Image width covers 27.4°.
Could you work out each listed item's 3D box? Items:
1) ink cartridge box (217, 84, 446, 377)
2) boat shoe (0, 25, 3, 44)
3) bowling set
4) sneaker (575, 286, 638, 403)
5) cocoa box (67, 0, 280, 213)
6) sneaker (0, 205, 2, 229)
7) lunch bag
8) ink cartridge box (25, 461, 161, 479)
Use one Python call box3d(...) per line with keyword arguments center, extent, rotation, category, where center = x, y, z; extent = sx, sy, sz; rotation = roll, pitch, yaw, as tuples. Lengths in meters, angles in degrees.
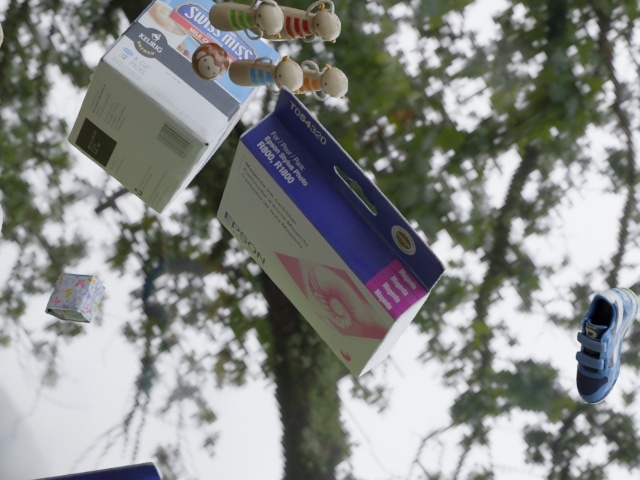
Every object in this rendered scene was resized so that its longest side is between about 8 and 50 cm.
box3d(center=(0.000, 0.000, 1.769), extent=(0.324, 0.071, 0.330), rotation=(49, -24, 13), category="ink cartridge box")
box3d(center=(-0.660, -0.431, 2.146), extent=(0.341, 0.121, 0.110), rotation=(45, -10, -15), category="boat shoe")
box3d(center=(-0.071, -0.278, 1.884), extent=(0.154, 0.200, 0.287), rotation=(8, -44, 37), category="bowling set")
box3d(center=(0.329, 0.123, 1.556), extent=(0.053, 0.059, 0.144), rotation=(17, -84, 41), category="sneaker")
box3d(center=(-0.263, -0.247, 2.290), extent=(0.231, 0.228, 0.347), rotation=(39, -27, -4), category="cocoa box")
box3d(center=(-0.535, 0.050, 1.774), extent=(0.108, 0.292, 0.169), rotation=(36, -4, 10), category="sneaker")
box3d(center=(-0.400, 0.093, 2.122), extent=(0.083, 0.071, 0.053), rotation=(4, -31, 27), category="lunch bag")
box3d(center=(-0.143, 0.324, 0.984), extent=(0.165, 0.065, 0.333), rotation=(-12, -66, 21), category="ink cartridge box")
